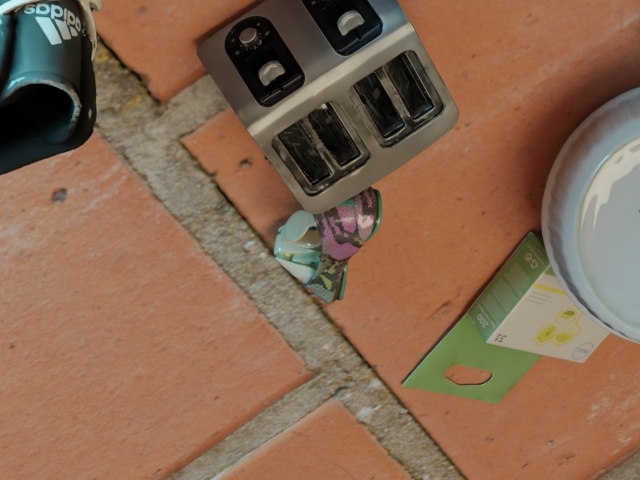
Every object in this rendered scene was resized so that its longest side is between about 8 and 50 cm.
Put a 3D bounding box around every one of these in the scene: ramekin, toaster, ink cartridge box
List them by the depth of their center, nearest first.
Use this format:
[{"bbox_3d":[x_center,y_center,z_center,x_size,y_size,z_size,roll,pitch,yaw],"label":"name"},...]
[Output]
[{"bbox_3d":[0.010,-0.129,1.537,0.168,0.110,0.186,-32,141,2],"label":"toaster"},{"bbox_3d":[0.347,-0.016,1.741,0.273,0.273,0.127,-41,-177,12],"label":"ramekin"},{"bbox_3d":[0.222,0.104,1.969,0.171,0.056,0.235,15,121,-43],"label":"ink cartridge box"}]

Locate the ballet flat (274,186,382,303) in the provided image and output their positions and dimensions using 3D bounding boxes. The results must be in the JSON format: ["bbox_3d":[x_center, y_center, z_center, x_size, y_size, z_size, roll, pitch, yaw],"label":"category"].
[{"bbox_3d":[0.000,0.000,1.676,0.079,0.077,0.221,3,161,-8],"label":"ballet flat"}]

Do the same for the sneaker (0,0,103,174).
[{"bbox_3d":[-0.160,-0.216,1.216,0.169,0.257,0.447,15,123,-42],"label":"sneaker"}]
